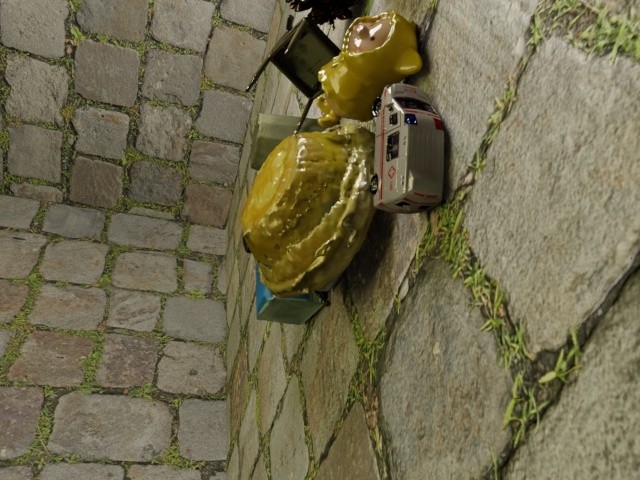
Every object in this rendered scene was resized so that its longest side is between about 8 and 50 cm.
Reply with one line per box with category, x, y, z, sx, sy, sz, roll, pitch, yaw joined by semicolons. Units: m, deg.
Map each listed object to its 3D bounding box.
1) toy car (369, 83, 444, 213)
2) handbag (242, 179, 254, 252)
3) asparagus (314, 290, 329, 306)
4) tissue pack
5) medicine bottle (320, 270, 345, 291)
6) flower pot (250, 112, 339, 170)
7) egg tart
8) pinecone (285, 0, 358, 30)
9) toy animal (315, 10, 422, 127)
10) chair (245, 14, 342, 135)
toy car;0.135;-0.147;0.830;0.108;0.089;0.209;152;123;-70
handbag;-0.131;-0.064;1.572;0.155;0.169;0.215;-129;49;-70
asparagus;-0.024;0.100;1.243;0.018;0.127;0.015;-44;-4;3
tissue pack;-0.079;0.054;1.368;0.198;0.146;0.263;129;146;-59
medicine bottle;0.000;0.000;1.224;0.132;0.088;0.188;120;153;-50
flower pot;-0.075;-0.234;1.422;0.212;0.203;0.212;-174;90;-77
egg tart;-0.038;-0.075;1.080;0.388;0.169;0.388;-41;35;38
pinecone;0.009;-0.616;1.326;0.221;0.221;0.221;-172;90;-74
toy animal;0.079;-0.295;0.986;0.230;0.156;0.156;-36;43;34
chair;-0.029;-0.419;1.310;0.166;0.188;0.272;-27;33;42
